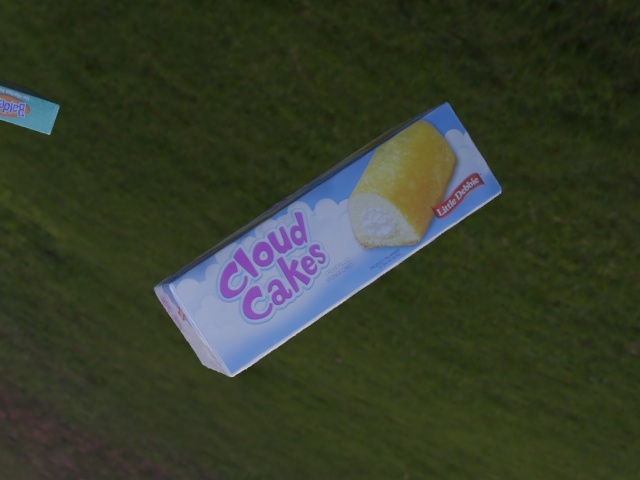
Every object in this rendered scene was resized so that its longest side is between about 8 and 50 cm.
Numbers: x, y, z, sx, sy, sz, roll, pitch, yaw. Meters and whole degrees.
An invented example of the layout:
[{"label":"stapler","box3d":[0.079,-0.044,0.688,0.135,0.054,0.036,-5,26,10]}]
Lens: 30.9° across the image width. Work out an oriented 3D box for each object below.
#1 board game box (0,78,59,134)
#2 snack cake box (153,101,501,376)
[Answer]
[{"label":"board game box","box3d":[-0.471,-0.208,1.629,0.160,0.047,0.210,17,-175,-27]},{"label":"snack cake box","box3d":[0.000,0.000,0.951,0.089,0.264,0.152,57,167,-6]}]
